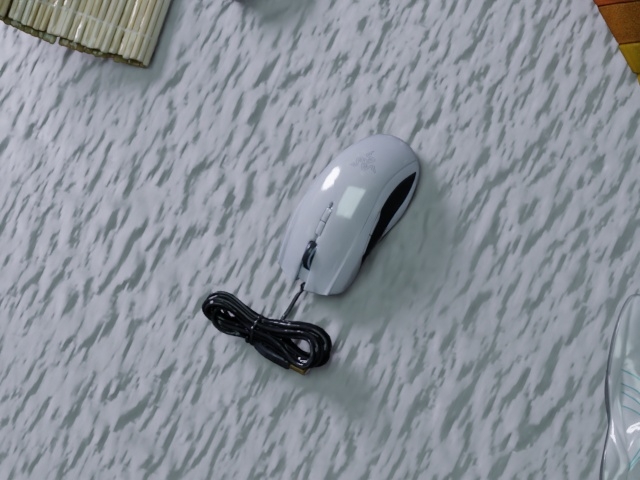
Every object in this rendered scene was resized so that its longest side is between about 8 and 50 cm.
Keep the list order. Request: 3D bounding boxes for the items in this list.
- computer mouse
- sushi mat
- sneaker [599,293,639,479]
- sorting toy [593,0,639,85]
[{"bbox_3d":[0.000,0.000,1.390,0.106,0.042,0.193,30,87,29],"label":"computer mouse"},{"bbox_3d":[-0.164,-0.306,1.544,0.151,0.019,0.316,18,80,0],"label":"sushi mat"},{"bbox_3d":[0.219,0.111,1.259,0.061,0.053,0.152,2,76,8],"label":"sneaker"},{"bbox_3d":[0.330,-0.170,1.253,0.366,0.127,0.126,-2,96,38],"label":"sorting toy"}]
